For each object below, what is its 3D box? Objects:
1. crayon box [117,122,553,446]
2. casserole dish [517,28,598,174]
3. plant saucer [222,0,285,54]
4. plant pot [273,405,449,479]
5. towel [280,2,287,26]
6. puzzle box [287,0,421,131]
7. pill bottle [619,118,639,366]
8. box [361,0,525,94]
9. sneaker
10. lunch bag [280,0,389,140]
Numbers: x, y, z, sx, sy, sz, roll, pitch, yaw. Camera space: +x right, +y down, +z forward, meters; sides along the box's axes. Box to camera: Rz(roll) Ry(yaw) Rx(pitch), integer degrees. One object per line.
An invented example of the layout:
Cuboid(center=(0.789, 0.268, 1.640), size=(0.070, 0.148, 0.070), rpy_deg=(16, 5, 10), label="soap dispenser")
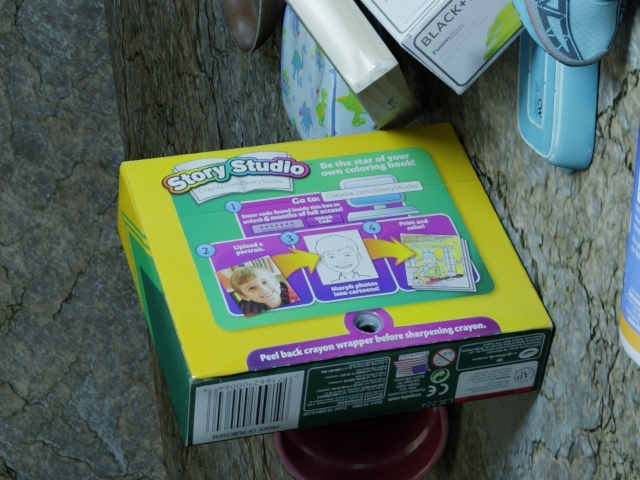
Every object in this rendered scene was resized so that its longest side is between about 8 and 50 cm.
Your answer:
Cuboid(center=(0.005, 0.034, 1.900), size=(0.313, 0.363, 0.106), rpy_deg=(-113, 22, -44), label="crayon box")
Cuboid(center=(0.211, -0.149, 1.706), size=(0.114, 0.037, 0.188), rpy_deg=(-127, 33, -61), label="casserole dish")
Cuboid(center=(-0.094, -0.404, 2.527), size=(0.310, 0.050, 0.310), rpy_deg=(173, 90, -78), label="plant saucer")
Cuboid(center=(0.043, 0.166, 2.178), size=(0.180, 0.201, 0.201), rpy_deg=(-93, 5, -57), label="plant pot")
Cuboid(center=(-0.051, -0.423, 2.506), size=(0.199, 0.031, 0.274), rpy_deg=(-115, 24, -49), label="towel")
Cuboid(center=(-0.005, -0.245, 1.931), size=(0.272, 0.052, 0.409), rpy_deg=(54, -177, 5), label="puzzle box")
Cuboid(center=(0.287, -0.043, 1.275), size=(0.152, 0.152, 0.272), rpy_deg=(-125, 33, -59), label="pill bottle")
Cuboid(center=(0.105, -0.274, 1.752), size=(0.169, 0.087, 0.290), rpy_deg=(-46, 34, 8), label="box")
Cuboid(center=(0.221, -0.248, 1.507), size=(0.125, 0.104, 0.261), rpy_deg=(-124, 31, -54), label="sneaker")
Cuboid(center=(0.019, -0.195, 2.250), size=(0.219, 0.090, 0.176), rpy_deg=(-121, 28, -56), label="lunch bag")
